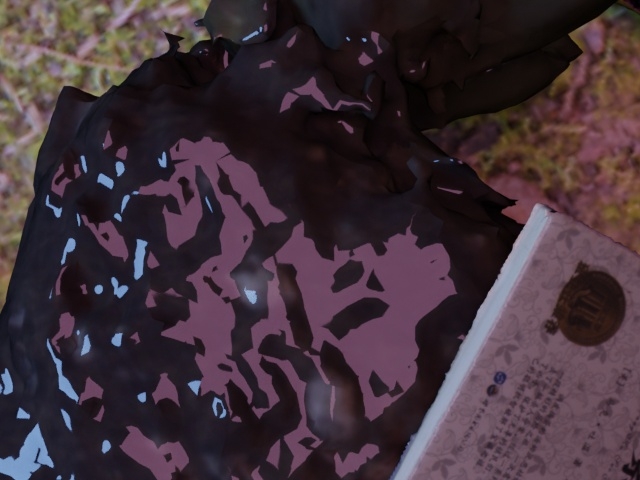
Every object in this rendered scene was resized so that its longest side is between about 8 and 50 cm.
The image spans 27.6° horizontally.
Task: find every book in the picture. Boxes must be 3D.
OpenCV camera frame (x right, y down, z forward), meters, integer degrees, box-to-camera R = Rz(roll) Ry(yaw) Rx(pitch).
[{"bbox_3d":[0.112,0.083,0.413,0.182,0.014,0.127,29,90,-18],"label":"book"}]

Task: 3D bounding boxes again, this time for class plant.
[{"bbox_3d":[0.000,0.000,0.498,0.213,0.215,0.312,17,91,4],"label":"plant"}]

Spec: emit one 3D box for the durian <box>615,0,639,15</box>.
[{"bbox_3d":[0.165,-0.149,0.574,0.187,0.119,0.108,19,124,19],"label":"durian"}]
